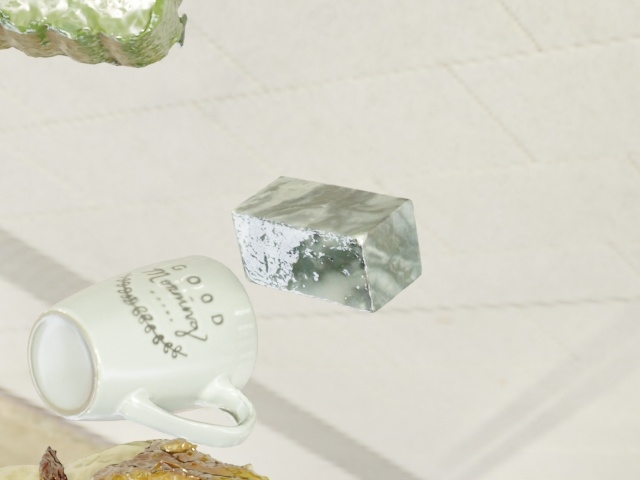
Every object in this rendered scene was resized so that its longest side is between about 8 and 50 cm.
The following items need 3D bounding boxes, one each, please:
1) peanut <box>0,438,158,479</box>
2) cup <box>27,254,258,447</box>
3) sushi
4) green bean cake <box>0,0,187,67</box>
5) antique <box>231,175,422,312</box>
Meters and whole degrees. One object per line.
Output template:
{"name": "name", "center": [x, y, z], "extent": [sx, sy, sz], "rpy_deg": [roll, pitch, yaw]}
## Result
{"name": "peanut", "center": [-0.255, 0.276, 1.469], "extent": [0.298, 0.120, 0.136], "rpy_deg": [-11, 179, 1]}
{"name": "cup", "center": [-0.194, 0.150, 1.732], "extent": [0.234, 0.258, 0.186], "rpy_deg": [-14, 142, -49]}
{"name": "sushi", "center": [-0.123, 0.264, 1.318], "extent": [0.296, 0.167, 0.179], "rpy_deg": [-6, -177, 19]}
{"name": "green bean cake", "center": [-0.229, -0.286, 1.248], "extent": [0.246, 0.250, 0.156], "rpy_deg": [7, 177, -2]}
{"name": "antique", "center": [0.000, 0.000, 1.456], "extent": [0.183, 0.088, 0.086], "rpy_deg": [13, 125, 38]}
